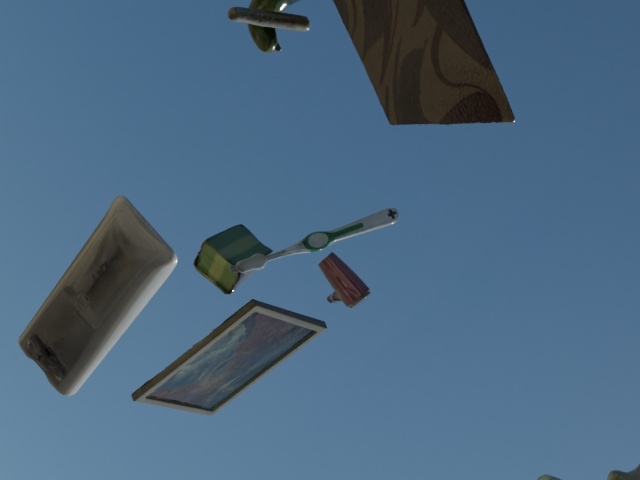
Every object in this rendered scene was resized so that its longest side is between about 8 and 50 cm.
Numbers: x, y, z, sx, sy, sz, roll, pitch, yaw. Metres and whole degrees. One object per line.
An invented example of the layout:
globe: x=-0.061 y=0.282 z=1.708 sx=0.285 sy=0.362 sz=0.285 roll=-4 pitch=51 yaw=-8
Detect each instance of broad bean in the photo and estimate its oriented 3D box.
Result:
broad bean: x=-0.026 y=-0.325 z=1.418 sx=0.070 sy=0.048 sz=0.214 roll=33 pitch=-59 yaw=-11

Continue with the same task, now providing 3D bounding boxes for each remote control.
remote control: x=-0.291 y=0.079 z=1.424 sx=0.109 sy=0.055 sz=0.313 roll=47 pitch=-56 yaw=8

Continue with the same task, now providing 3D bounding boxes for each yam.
yam: x=-0.062 y=-0.267 z=1.368 sx=0.021 sy=0.116 sz=0.021 roll=1 pitch=-89 yaw=51

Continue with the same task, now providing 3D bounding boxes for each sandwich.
sandwich: x=-0.115 y=0.009 z=1.637 sx=0.074 sy=0.116 sz=0.074 roll=39 pitch=-37 yaw=8

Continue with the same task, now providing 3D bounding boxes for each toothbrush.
toothbrush: x=0.001 y=0.000 z=1.624 sx=0.030 sy=0.304 sz=0.030 roll=27 pitch=-54 yaw=45

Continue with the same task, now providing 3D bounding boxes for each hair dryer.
hair dryer: x=0.032 y=0.091 z=2.119 sx=0.106 sy=0.054 sz=0.154 roll=49 pitch=-22 yaw=10

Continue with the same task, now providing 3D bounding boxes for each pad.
pad: x=0.114 y=-0.241 z=1.416 sx=0.220 sy=0.004 sz=0.330 roll=63 pitch=-18 yaw=-14

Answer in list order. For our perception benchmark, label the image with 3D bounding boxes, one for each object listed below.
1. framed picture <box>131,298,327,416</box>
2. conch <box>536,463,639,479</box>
framed picture: x=-0.131 y=0.176 z=1.661 sx=0.250 sy=0.184 sz=0.016 roll=-38 pitch=-122 yaw=18
conch: x=0.229 y=0.244 z=0.907 sx=0.137 sy=0.114 sz=0.234 roll=37 pitch=-36 yaw=-2
